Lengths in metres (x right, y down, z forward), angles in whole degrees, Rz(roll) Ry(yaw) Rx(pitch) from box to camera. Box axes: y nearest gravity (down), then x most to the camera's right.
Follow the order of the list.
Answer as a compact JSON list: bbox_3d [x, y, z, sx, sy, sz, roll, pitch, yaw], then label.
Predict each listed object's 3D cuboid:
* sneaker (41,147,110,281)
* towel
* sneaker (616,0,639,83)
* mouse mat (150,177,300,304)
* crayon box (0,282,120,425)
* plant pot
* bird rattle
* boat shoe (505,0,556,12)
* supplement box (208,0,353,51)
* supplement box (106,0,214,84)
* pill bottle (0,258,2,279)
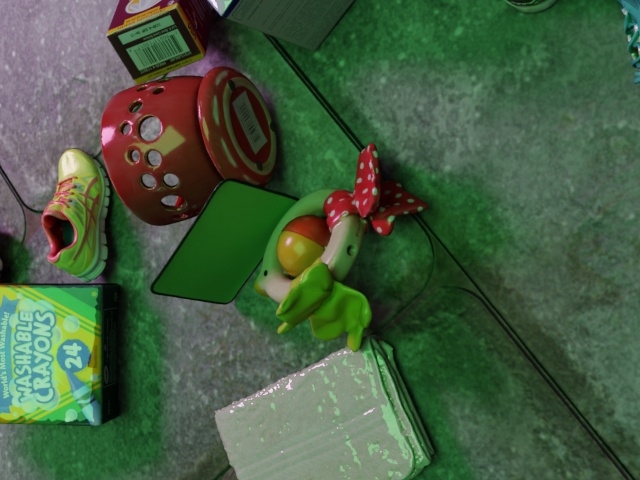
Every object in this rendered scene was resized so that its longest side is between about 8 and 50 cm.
[{"bbox_3d":[-0.369,-0.047,1.377,0.082,0.094,0.208,-22,67,28],"label":"sneaker"},{"bbox_3d":[-0.001,0.255,1.201,0.282,0.049,0.187,-29,74,25],"label":"towel"},{"bbox_3d":[0.365,-0.210,0.978,0.275,0.107,0.110,50,121,21],"label":"sneaker"},{"bbox_3d":[-0.122,0.006,1.214,0.189,0.153,0.007,-55,53,16],"label":"mouse mat"},{"bbox_3d":[-0.466,0.165,1.377,0.323,0.083,0.203,0,89,7],"label":"crayon box"},{"bbox_3d":[-0.165,-0.127,1.219,0.174,0.191,0.191,-13,83,26],"label":"plant pot"},{"bbox_3d":[0.000,0.000,1.153,0.207,0.143,0.253,6,77,51],"label":"bird rattle"},{"bbox_3d":[0.246,-0.419,1.049,0.109,0.091,0.304,8,93,29],"label":"boat shoe"},{"bbox_3d":[-0.061,-0.327,1.147,0.111,0.220,0.114,48,112,22],"label":"supplement box"},{"bbox_3d":[-0.207,-0.302,1.239,0.104,0.080,0.188,-18,37,13],"label":"supplement box"},{"bbox_3d":[-0.568,0.064,1.487,0.108,0.108,0.180,14,95,29],"label":"pill bottle"}]
